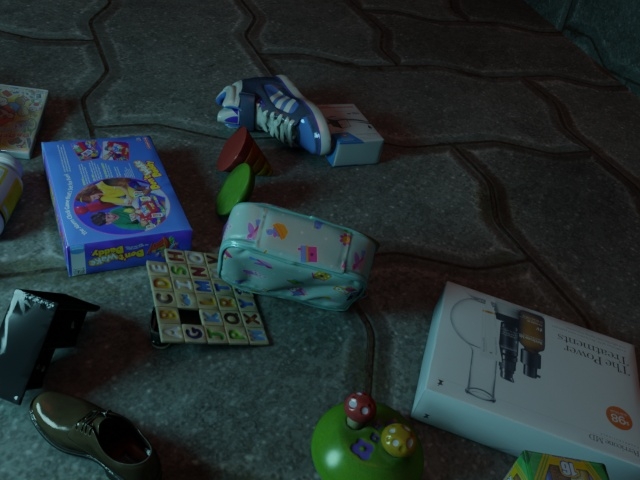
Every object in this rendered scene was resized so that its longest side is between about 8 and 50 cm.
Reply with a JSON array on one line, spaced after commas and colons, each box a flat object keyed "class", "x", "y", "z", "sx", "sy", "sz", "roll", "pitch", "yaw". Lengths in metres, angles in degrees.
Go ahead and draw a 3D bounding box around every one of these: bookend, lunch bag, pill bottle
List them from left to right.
[{"class": "pill bottle", "x": -0.644, "y": -0.090, "z": 1.224, "sx": 0.103, "sy": 0.103, "sz": 0.184, "roll": 7, "pitch": 39, "yaw": -9}, {"class": "bookend", "x": -0.438, "y": 0.164, "z": 0.993, "sx": 0.072, "sy": 0.156, "sz": 0.157, "roll": 19, "pitch": 83, "yaw": 6}, {"class": "lunch bag", "x": -0.045, "y": 0.043, "z": 1.152, "sx": 0.279, "sy": 0.224, "sz": 0.108, "roll": 17, "pitch": 63, "yaw": -7}]

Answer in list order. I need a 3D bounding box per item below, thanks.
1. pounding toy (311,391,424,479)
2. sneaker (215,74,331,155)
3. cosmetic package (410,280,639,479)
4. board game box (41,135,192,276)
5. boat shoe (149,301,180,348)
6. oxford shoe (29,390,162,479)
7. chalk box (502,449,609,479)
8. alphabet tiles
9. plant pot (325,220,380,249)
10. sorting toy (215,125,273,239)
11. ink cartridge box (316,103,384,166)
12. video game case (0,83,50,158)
[{"class": "pounding toy", "x": 0.082, "y": 0.318, "z": 0.952, "sx": 0.183, "sy": 0.110, "sz": 0.237, "roll": 10, "pitch": 39, "yaw": -5}, {"class": "sneaker", "x": -0.141, "y": -0.306, "z": 1.636, "sx": 0.236, "sy": 0.130, "sz": 0.323, "roll": -19, "pitch": 54, "yaw": -22}, {"class": "cosmetic package", "x": 0.375, "y": 0.251, "z": 1.136, "sx": 0.377, "sy": 0.097, "sz": 0.284, "roll": 19, "pitch": 42, "yaw": 5}, {"class": "board game box", "x": -0.429, "y": -0.087, "z": 1.306, "sx": 0.233, "sy": 0.078, "sz": 0.347, "roll": -9, "pitch": 44, "yaw": -26}, {"class": "boat shoe", "x": -0.277, "y": 0.130, "z": 1.123, "sx": 0.049, "sy": 0.042, "sz": 0.133, "roll": 4, "pitch": 39, "yaw": -8}, {"class": "oxford shoe", "x": -0.322, "y": 0.267, "z": 0.903, "sx": 0.227, "sy": 0.096, "sz": 0.083, "roll": 23, "pitch": 42, "yaw": 14}, {"class": "chalk box", "x": 0.339, "y": 0.429, "z": 0.880, "sx": 0.132, "sy": 0.132, "sz": 0.213, "roll": 12, "pitch": 38, "yaw": -4}, {"class": "alphabet tiles", "x": -0.214, "y": 0.101, "z": 1.167, "sx": 0.198, "sy": 0.009, "sz": 0.237, "roll": 7, "pitch": 38, "yaw": -30}, {"class": "plant pot", "x": 0.000, "y": 0.000, "z": 1.259, "sx": 0.236, "sy": 0.236, "sz": 0.032, "roll": 13, "pitch": 78, "yaw": -1}, {"class": "sorting toy", "x": -0.152, "y": -0.106, "z": 1.423, "sx": 0.126, "sy": 0.127, "sz": 0.365, "roll": 29, "pitch": 33, "yaw": -31}, {"class": "ink cartridge box", "x": 0.062, "y": -0.285, "z": 1.691, "sx": 0.140, "sy": 0.082, "sz": 0.190, "roll": -8, "pitch": 46, "yaw": -25}, {"class": "video game case", "x": -0.760, "y": -0.282, "z": 1.439, "sx": 0.227, "sy": 0.026, "sz": 0.206, "roll": 6, "pitch": 55, "yaw": -11}]
